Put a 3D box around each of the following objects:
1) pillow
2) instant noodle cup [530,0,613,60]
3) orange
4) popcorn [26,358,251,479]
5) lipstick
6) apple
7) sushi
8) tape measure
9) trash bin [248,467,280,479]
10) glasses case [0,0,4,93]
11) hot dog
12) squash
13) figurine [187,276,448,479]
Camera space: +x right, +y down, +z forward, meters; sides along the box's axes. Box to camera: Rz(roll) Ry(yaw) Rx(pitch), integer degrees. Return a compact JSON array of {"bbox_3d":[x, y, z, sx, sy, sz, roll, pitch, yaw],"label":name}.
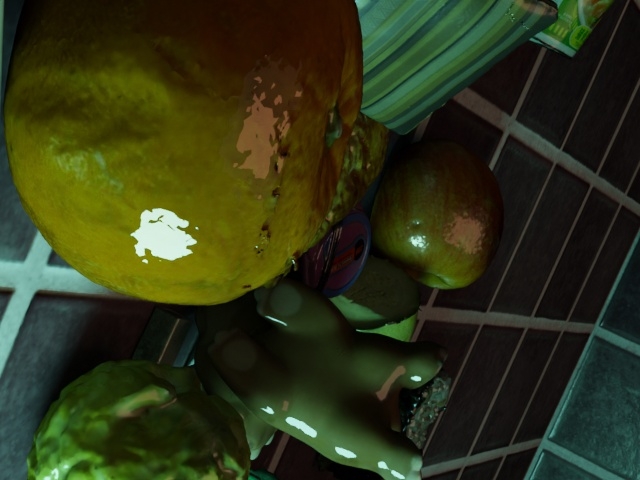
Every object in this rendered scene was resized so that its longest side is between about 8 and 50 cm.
[{"bbox_3d":[0.058,-0.187,0.990,0.212,0.208,0.052,25,50,-28],"label":"pillow"},{"bbox_3d":[0.296,-0.347,1.383,0.232,0.207,0.207,-61,156,11],"label":"instant noodle cup"},{"bbox_3d":[-0.090,-0.098,0.785,0.284,0.226,0.283,11,90,-85],"label":"orange"},{"bbox_3d":[-0.153,0.203,1.031,0.198,0.198,0.212,-63,162,-2],"label":"popcorn"},{"bbox_3d":[-0.166,0.128,1.109,0.129,0.030,0.030,-65,156,2],"label":"lipstick"},{"bbox_3d":[0.147,-0.032,1.449,0.195,0.160,0.173,51,45,-70],"label":"apple"},{"bbox_3d":[0.098,0.252,1.644,0.147,0.115,0.212,5,111,-60],"label":"sushi"},{"bbox_3d":[0.000,0.000,1.263,0.118,0.074,0.125,-33,136,-44],"label":"tape measure"},{"bbox_3d":[-0.063,0.426,1.313,0.259,0.295,0.381,-53,147,-23],"label":"trash bin"},{"bbox_3d":[-0.270,-0.029,0.702,0.144,0.076,0.336,-31,140,-49],"label":"glasses case"},{"bbox_3d":[-0.028,-0.067,1.104,0.259,0.114,0.175,-48,147,-54],"label":"hot dog"},{"bbox_3d":[0.066,0.118,1.449,0.137,0.137,0.287,-53,157,-22],"label":"squash"},{"bbox_3d":[-0.017,0.142,1.162,0.173,0.247,0.177,114,-7,-66],"label":"figurine"}]
